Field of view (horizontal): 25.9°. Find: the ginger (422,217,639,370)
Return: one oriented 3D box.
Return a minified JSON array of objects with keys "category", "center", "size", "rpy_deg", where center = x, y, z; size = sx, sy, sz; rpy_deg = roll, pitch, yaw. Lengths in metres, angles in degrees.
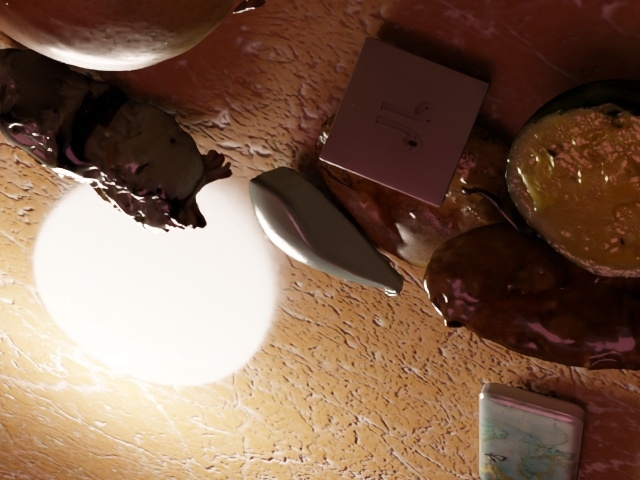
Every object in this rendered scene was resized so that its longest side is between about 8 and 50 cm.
[{"category":"ginger","center":[0.263,0.052,1.438],"size":[0.321,0.165,0.172],"rpy_deg":[0,173,0]}]

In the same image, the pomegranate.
[{"category":"pomegranate","center":[-0.172,-0.284,1.170],"size":[0.319,0.319,0.319],"rpy_deg":[19,149,12]}]

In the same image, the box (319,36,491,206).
[{"category":"box","center":[0.085,-0.118,1.381],"size":[0.129,0.130,0.051],"rpy_deg":[23,-169,8]}]

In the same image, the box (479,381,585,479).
[{"category":"box","center":[0.291,0.286,1.934],"size":[0.142,0.044,0.285],"rpy_deg":[13,148,15]}]

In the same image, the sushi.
[{"category":"sushi","center":[-0.265,-0.122,1.647],"size":[0.332,0.124,0.130],"rpy_deg":[31,157,-4]}]

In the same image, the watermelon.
[{"category":"watermelon","center":[0.282,-0.069,1.299],"size":[0.204,0.127,0.232],"rpy_deg":[35,145,-7]}]

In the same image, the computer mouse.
[{"category":"computer mouse","center":[0.000,0.000,1.648],"size":[0.231,0.079,0.128],"rpy_deg":[42,176,-28]}]

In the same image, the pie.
[{"category":"pie","center":[0.103,-0.059,1.518],"size":[0.273,0.069,0.273],"rpy_deg":[20,145,15]}]
